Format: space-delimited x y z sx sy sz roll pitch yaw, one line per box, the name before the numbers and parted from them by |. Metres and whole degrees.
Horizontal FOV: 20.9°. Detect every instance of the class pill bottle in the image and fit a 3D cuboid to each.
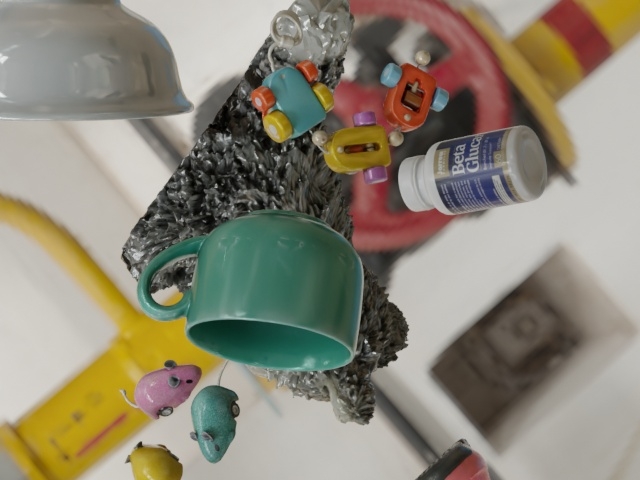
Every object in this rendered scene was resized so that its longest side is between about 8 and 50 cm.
pill bottle | 0.186 -0.083 2.154 0.169 0.094 0.094 -10 133 31

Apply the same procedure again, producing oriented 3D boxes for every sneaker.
sneaker | 0.166 0.320 1.821 0.136 0.116 0.314 38 157 28

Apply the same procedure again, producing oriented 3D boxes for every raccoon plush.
raccoon plush | 0.000 0.000 1.647 0.299 0.216 0.446 37 150 -1

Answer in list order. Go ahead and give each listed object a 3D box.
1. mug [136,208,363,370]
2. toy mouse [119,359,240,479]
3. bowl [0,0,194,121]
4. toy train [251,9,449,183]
mug | -0.042 0.030 1.313 0.157 0.097 0.129 23 156 -34
toy mouse | -0.114 0.137 1.420 0.031 0.143 0.161 32 -172 -43
bowl | -0.283 -0.201 1.839 0.298 0.298 0.134 -154 63 -74
toy train | 0.017 -0.112 1.399 0.166 0.125 0.046 21 160 -22
